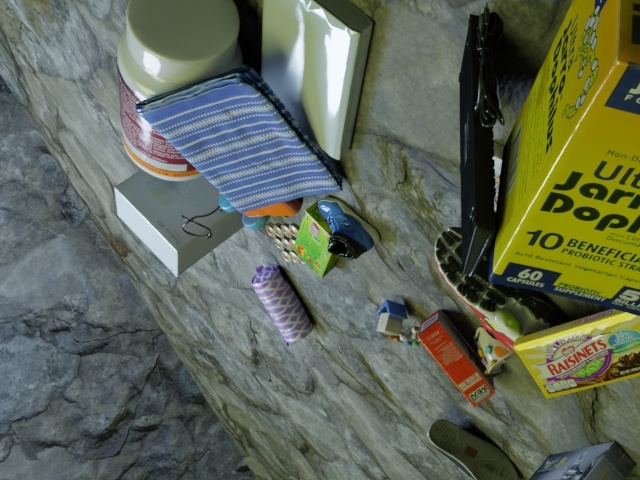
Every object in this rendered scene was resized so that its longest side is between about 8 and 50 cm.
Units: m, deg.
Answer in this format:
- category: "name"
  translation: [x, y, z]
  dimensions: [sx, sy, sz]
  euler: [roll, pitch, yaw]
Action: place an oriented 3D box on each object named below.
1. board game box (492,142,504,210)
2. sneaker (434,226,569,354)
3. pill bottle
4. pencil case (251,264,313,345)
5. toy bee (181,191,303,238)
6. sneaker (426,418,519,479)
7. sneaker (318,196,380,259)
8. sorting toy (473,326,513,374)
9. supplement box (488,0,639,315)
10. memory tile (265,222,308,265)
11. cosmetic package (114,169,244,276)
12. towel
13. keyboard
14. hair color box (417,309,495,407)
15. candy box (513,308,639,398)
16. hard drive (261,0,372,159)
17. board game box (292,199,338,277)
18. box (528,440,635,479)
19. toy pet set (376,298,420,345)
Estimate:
- category: "board game box"
  translation: [0.290, -0.065, 1.146]
  dimensions: [0.154, 0.026, 0.103]
  euler: [32, 149, 35]
- category: "sneaker"
  translation: [0.274, 0.102, 1.319]
  dimensions: [0.279, 0.107, 0.118]
  euler: [48, 161, 6]
- category: "pill bottle"
  translation: [-0.263, -0.294, 1.539]
  dimensions: [0.224, 0.224, 0.392]
  euler: [46, 156, 10]
- category: "pencil case"
  translation: [-0.094, 0.159, 2.059]
  dimensions: [0.206, 0.086, 0.088]
  euler: [63, -179, -21]
- category: "toy bee"
  translation: [-0.160, -0.115, 1.724]
  dimensions: [0.298, 0.162, 0.195]
  euler: [2, 151, 20]
- category: "sneaker"
  translation: [0.328, 0.463, 1.782]
  dimensions: [0.222, 0.083, 0.118]
  euler: [38, 172, 12]
- category: "sneaker"
  translation: [0.032, -0.020, 1.581]
  dimensions: [0.152, 0.084, 0.058]
  euler: [39, 153, 26]
- category: "sorting toy"
  translation: [0.301, 0.196, 1.488]
  dimensions: [0.075, 0.045, 0.083]
  euler: [61, 162, 27]
- category: "supplement box"
  translation: [0.307, -0.099, 0.786]
  dimensions: [0.194, 0.195, 0.356]
  euler: [12, 149, 2]
- category: "memory tile"
  translation: [-0.067, 0.009, 1.879]
  dimensions: [0.148, 0.012, 0.113]
  euler: [2, 127, 58]
- category: "cosmetic package"
  translation: [-0.325, -0.080, 1.941]
  dimensions: [0.224, 0.225, 0.138]
  euler: [44, 155, 14]
- category: "towel"
  translation: [-0.137, -0.162, 1.458]
  dimensions: [0.243, 0.040, 0.336]
  euler: [-12, 142, 28]
- category: "keyboard"
  translation: [0.186, -0.137, 0.954]
  dimensions: [0.033, 0.317, 0.201]
  euler: [2, 149, 3]
- category: "hair color box"
  translation: [0.251, 0.216, 1.524]
  dimensions: [0.167, 0.053, 0.093]
  euler: [51, -167, -1]
- category: "candy box"
  translation: [0.392, 0.160, 1.187]
  dimensions: [0.206, 0.027, 0.105]
  euler: [-26, 101, 38]
- category: "hard drive"
  translation: [-0.017, -0.290, 1.346]
  dimensions: [0.203, 0.040, 0.307]
  euler: [42, 155, 18]
- category: "board game box"
  translation: [0.000, 0.000, 1.714]
  dimensions: [0.092, 0.043, 0.181]
  euler: [46, 155, 13]
- category: "box"
  translation: [0.421, 0.447, 1.447]
  dimensions: [0.056, 0.183, 0.231]
  euler: [47, 156, 6]
- category: "toy pet set"
  translation: [0.170, 0.167, 1.666]
  dimensions: [0.114, 0.065, 0.122]
  euler: [21, 167, -19]
